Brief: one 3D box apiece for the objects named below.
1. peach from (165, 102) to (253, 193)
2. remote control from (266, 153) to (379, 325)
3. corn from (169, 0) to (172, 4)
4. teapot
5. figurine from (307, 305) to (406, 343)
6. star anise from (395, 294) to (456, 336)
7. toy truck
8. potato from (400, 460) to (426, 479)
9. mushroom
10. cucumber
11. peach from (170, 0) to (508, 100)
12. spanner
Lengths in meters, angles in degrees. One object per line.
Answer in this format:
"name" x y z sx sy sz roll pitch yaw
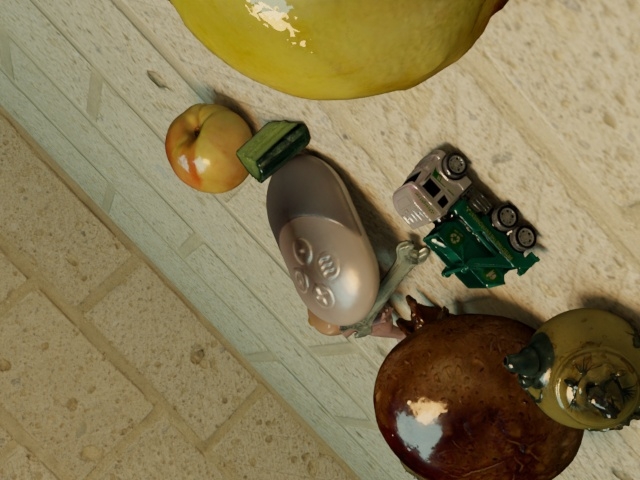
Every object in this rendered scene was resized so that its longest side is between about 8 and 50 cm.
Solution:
"peach" -0.215 -0.178 1.507 0.184 0.184 0.184 38 159 18
"remote control" 0.000 0.000 1.411 0.221 0.103 0.332 -30 80 49
"corn" -0.131 -0.349 1.100 0.322 0.119 0.119 38 159 5
"teapot" 0.383 0.190 1.039 0.269 0.173 0.182 15 -167 7
"figurine" 0.066 0.151 1.608 0.176 0.186 0.287 59 -172 36
"star anise" 0.261 0.218 1.476 0.288 0.088 0.288 36 159 16
"toy truck" 0.200 -0.018 1.091 0.216 0.116 0.110 47 160 -5
"potato" 0.316 0.578 1.969 0.262 0.165 0.165 31 156 41
"mushroom" 0.269 0.281 1.278 0.345 0.345 0.239 57 -174 -31
"cucumber" -0.085 -0.163 1.378 0.062 0.115 0.116 56 167 -27
"peach" 0.011 -0.283 0.707 0.315 0.314 0.281 37 143 15
"spanner" 0.117 0.100 1.425 0.071 0.017 0.302 17 136 -15
